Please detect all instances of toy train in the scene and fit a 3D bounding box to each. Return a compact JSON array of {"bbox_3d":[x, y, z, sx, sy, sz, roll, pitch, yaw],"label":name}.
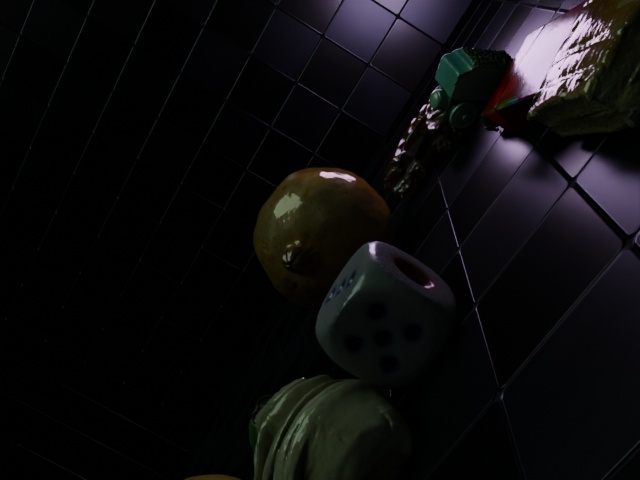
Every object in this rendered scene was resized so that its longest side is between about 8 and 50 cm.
[{"bbox_3d":[0.344,-0.333,1.484,0.112,0.203,0.163,-117,31,-43],"label":"toy train"}]

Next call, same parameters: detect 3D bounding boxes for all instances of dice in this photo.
[{"bbox_3d":[0.114,0.129,1.193,0.192,0.194,0.193,-58,8,20],"label":"dice"}]

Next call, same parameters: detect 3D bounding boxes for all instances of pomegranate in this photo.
[{"bbox_3d":[0.000,0.000,1.770,0.410,0.410,0.410,-58,7,11],"label":"pomegranate"}]

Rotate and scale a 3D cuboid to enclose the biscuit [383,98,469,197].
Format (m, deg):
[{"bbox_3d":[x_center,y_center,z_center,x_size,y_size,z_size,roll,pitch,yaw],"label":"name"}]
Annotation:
[{"bbox_3d":[0.312,-0.296,1.914,0.366,0.115,0.268,-49,13,52],"label":"biscuit"}]

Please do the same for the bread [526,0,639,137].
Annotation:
[{"bbox_3d":[0.424,-0.271,0.986,0.239,0.111,0.246,-58,7,3],"label":"bread"}]

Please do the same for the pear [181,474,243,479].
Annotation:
[{"bbox_3d":[-0.208,0.579,1.238,0.314,0.314,0.314,-58,7,11],"label":"pear"}]

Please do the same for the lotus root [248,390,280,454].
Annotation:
[{"bbox_3d":[-0.073,0.442,1.451,0.186,0.186,0.186,-58,7,11],"label":"lotus root"}]

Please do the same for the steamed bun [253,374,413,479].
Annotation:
[{"bbox_3d":[-0.008,0.344,1.100,0.276,0.203,0.289,-63,9,-16],"label":"steamed bun"}]

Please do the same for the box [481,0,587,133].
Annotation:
[{"bbox_3d":[0.428,-0.315,1.260,0.197,0.089,0.313,-61,6,0],"label":"box"}]
